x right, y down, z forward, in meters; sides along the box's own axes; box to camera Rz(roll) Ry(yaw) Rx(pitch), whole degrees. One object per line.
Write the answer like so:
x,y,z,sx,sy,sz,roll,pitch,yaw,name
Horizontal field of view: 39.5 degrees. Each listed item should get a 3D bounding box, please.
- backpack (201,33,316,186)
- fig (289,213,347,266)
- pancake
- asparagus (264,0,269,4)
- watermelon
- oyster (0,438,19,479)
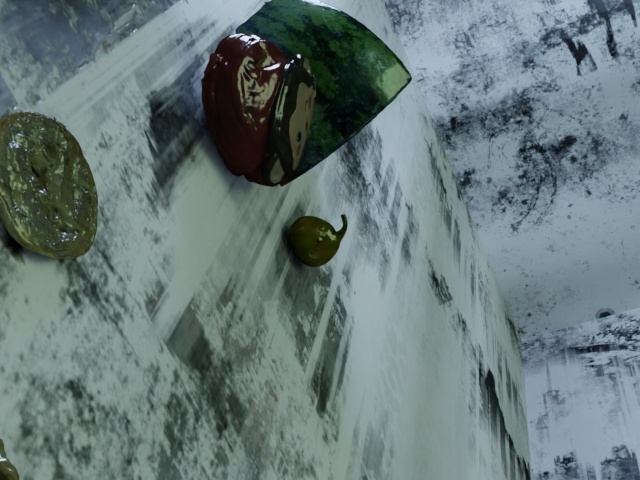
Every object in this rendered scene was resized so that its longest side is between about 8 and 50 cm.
-0.098,-0.198,1.306,0.229,0.138,0.229,0,90,-65,backpack
0.000,0.000,1.446,0.082,0.098,0.084,-4,88,-73,fig
-0.263,-0.050,0.849,0.158,0.028,0.158,-15,90,-70,pancake
-0.074,-0.454,1.795,0.163,0.016,0.016,21,72,-68,asparagus
-0.048,-0.248,1.537,0.250,0.293,0.283,-34,78,-32,watermelon
-0.263,0.118,0.632,0.128,0.078,0.345,-5,75,-80,oyster
